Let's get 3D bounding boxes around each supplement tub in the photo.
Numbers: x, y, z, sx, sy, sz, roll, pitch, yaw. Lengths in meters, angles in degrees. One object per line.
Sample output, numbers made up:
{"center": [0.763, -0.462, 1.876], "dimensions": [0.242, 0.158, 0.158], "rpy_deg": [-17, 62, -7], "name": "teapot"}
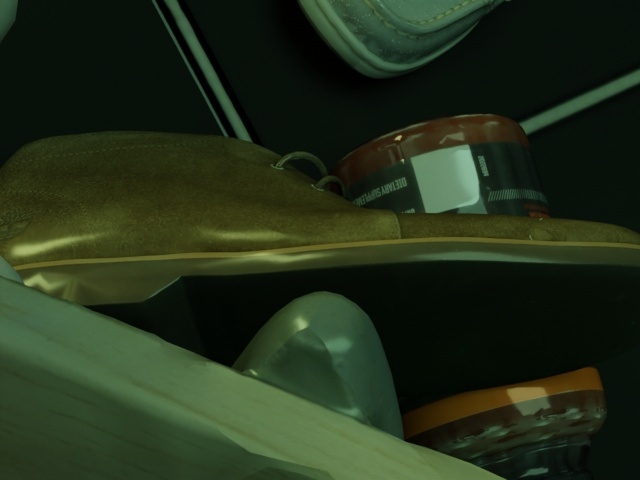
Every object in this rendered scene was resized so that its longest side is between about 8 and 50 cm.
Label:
{"center": [0.074, 0.045, 0.776], "dimensions": [0.106, 0.106, 0.198], "rpy_deg": [-4, 72, -35], "name": "supplement tub"}

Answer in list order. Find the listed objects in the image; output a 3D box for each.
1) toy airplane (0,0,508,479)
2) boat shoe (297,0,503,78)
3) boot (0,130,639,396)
{"center": [-0.165, 0.036, 0.471], "dimensions": [0.386, 0.384, 0.272], "rpy_deg": [58, 21, -4], "name": "toy airplane"}
{"center": [0.097, -0.205, 0.904], "dimensions": [0.118, 0.103, 0.320], "rpy_deg": [50, 51, -5], "name": "boat shoe"}
{"center": [0.000, 0.000, 0.692], "dimensions": [0.305, 0.112, 0.115], "rpy_deg": [0, 52, -2], "name": "boot"}
